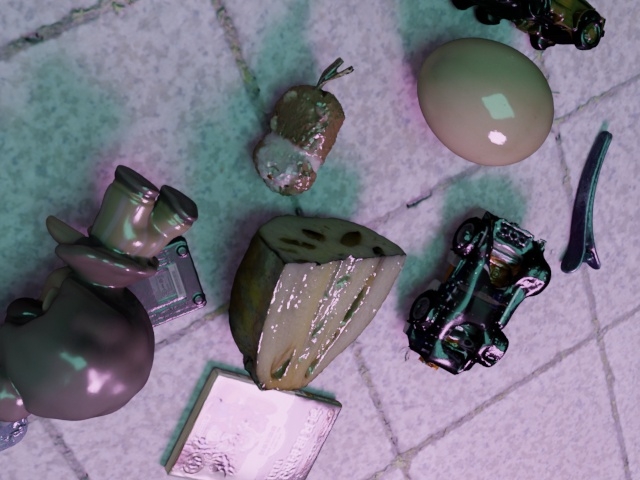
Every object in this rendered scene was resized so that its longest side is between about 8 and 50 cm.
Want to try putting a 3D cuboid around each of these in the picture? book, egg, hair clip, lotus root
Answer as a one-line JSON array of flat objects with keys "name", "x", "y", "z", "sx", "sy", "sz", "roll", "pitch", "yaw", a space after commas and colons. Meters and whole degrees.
[{"name": "book", "x": -0.111, "y": 0.339, "z": 1.465, "sx": 0.264, "sy": 0.027, "sz": 0.202, "roll": 22, "pitch": 99, "yaw": -32}, {"name": "egg", "x": 0.258, "y": -0.219, "z": 1.328, "sx": 0.241, "sy": 0.186, "sz": 0.186, "roll": 34, "pitch": 93, "yaw": -27}, {"name": "hair clip", "x": 0.512, "y": -0.070, "z": 1.600, "sx": 0.083, "sy": 0.048, "sz": 0.275, "roll": -4, "pitch": 111, "yaw": -21}, {"name": "lotus root", "x": -0.034, "y": 0.101, "z": 1.339, "sx": 0.267, "sy": 0.149, "sz": 0.260, "roll": -3, "pitch": 125, "yaw": -43}]

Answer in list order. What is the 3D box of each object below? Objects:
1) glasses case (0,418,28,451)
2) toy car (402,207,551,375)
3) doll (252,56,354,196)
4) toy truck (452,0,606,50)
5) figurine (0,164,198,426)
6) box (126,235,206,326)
[{"name": "glasses case", "x": -0.494, "y": 0.182, "z": 1.185, "sx": 0.109, "sy": 0.067, "sz": 0.283, "roll": -21, "pitch": 117, "yaw": -21}, {"name": "toy car", "x": 0.269, "y": 0.097, "z": 1.504, "sx": 0.193, "sy": 0.118, "sz": 0.301, "roll": 29, "pitch": 97, "yaw": -24}, {"name": "doll", "x": -0.025, "y": -0.172, "z": 1.252, "sx": 0.115, "sy": 0.105, "sz": 0.221, "roll": -2, "pitch": 116, "yaw": -66}, {"name": "toy truck", "x": 0.337, "y": -0.390, "z": 1.340, "sx": 0.257, "sy": 0.127, "sz": 0.127, "roll": 21, "pitch": 86, "yaw": -32}, {"name": "figurine", "x": -0.303, "y": 0.090, "z": 1.154, "sx": 0.381, "sy": 0.203, "sz": 0.248, "roll": -62, "pitch": 155, "yaw": 7}, {"name": "box", "x": -0.245, "y": 0.068, "z": 1.287, "sx": 0.125, "sy": 0.027, "sz": 0.126, "roll": -23, "pitch": 118, "yaw": -16}]
